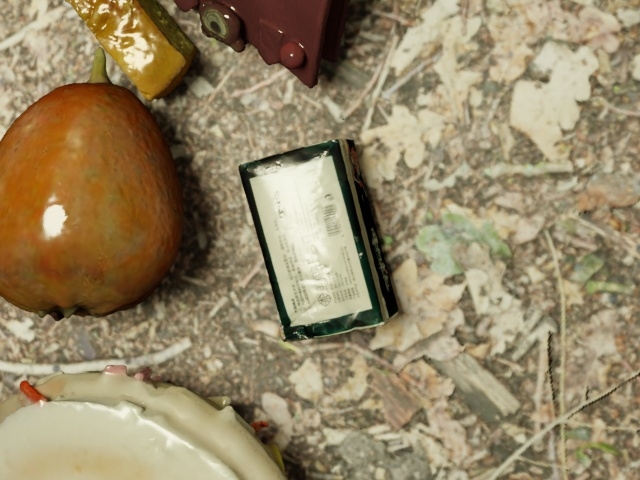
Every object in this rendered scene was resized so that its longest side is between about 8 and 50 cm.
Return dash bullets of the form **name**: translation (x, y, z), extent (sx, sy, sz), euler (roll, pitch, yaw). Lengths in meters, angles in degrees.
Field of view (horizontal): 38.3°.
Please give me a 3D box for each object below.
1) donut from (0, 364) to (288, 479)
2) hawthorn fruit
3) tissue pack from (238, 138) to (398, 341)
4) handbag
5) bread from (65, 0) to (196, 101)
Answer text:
- **donut**: translation (-0.185, 0.298, 0.858), extent (0.383, 0.142, 0.382), euler (0, 93, 9)
- **hawthorn fruit**: translation (-0.210, -0.052, 0.826), extent (0.199, 0.199, 0.251), euler (5, 79, 9)
- **tissue pack**: translation (0.000, 0.001, 0.834), extent (0.103, 0.090, 0.170), euler (-14, 90, 10)
- **handbag**: translation (-0.067, -0.247, 0.772), extent (0.203, 0.216, 0.074), euler (35, 61, 11)
- **bread**: translation (-0.187, -0.213, 0.845), extent (0.065, 0.103, 0.187), euler (-40, 85, 10)
